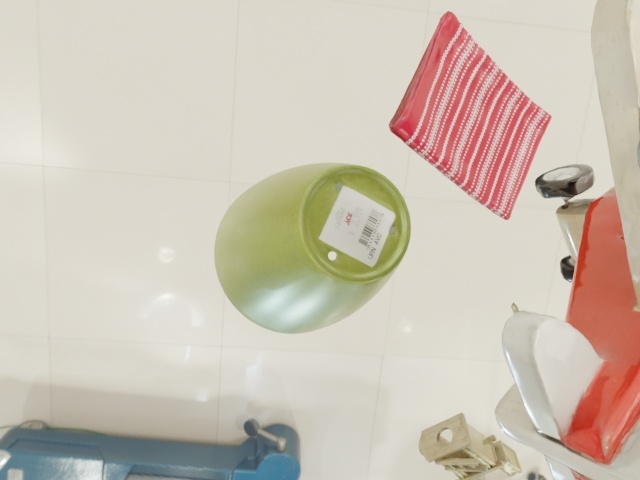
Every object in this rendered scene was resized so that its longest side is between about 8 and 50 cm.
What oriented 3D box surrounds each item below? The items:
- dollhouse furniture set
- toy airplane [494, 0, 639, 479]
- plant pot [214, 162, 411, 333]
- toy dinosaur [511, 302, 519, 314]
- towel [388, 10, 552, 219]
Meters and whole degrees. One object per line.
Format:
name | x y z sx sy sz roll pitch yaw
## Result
dollhouse furniture set | 0.275 0.429 0.776 0.101 0.161 0.182 -38 117 26
toy airplane | 0.302 0.046 0.344 0.386 0.272 0.384 22 67 -46
plant pot | 0.000 0.000 0.632 0.275 0.293 0.274 3 80 -17
toy dinosaur | 0.405 0.220 0.707 0.268 0.118 0.064 36 135 14
towel | 0.236 -0.177 0.663 0.275 0.031 0.198 30 81 -27
